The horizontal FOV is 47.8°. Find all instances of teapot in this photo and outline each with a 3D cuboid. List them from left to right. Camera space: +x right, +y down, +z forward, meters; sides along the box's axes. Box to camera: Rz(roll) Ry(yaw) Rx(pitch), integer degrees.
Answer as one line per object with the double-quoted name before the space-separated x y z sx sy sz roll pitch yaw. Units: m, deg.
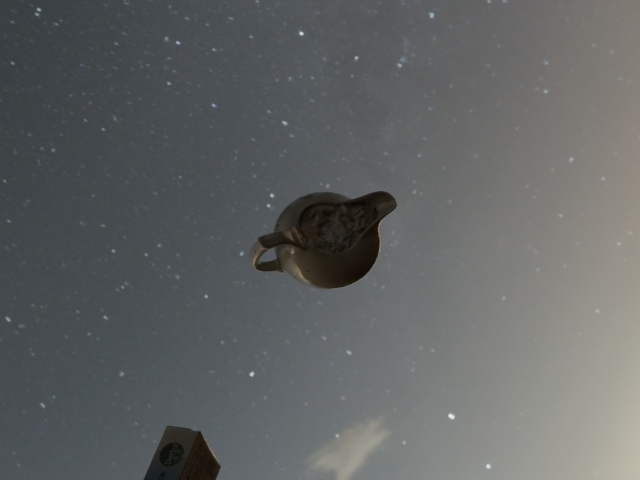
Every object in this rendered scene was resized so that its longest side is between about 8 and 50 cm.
"teapot" 0.000 0.000 1.399 0.300 0.208 0.166 -19 -17 -30

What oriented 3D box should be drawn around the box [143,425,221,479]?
"box" -0.256 0.448 1.269 0.139 0.073 0.194 75 -153 -45
